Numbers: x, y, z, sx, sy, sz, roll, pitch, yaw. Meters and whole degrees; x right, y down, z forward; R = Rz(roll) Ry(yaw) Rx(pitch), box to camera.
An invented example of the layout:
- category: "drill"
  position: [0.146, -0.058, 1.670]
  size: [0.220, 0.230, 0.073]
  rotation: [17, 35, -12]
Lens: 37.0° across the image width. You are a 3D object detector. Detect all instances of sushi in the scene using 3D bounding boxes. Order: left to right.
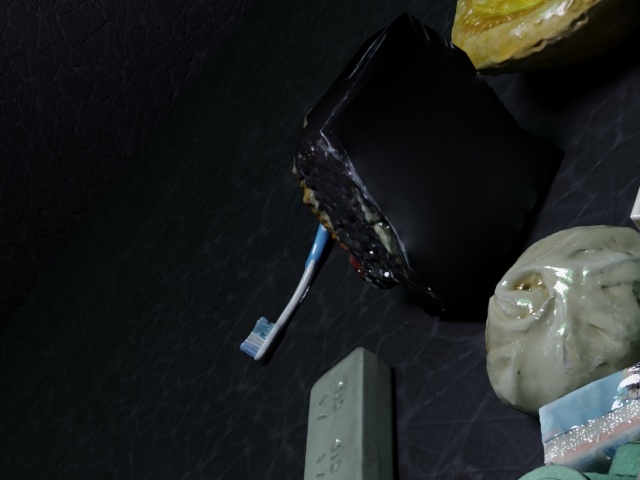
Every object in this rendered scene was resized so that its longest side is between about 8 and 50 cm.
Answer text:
- category: "sushi"
  position: [0.084, -0.067, 1.032]
  size: [0.215, 0.227, 0.212]
  rotation: [-58, 15, -19]

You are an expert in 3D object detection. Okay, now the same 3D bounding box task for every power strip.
- category: "power strip"
  position: [0.028, 0.235, 0.948]
  size: [0.093, 0.053, 0.288]
  rotation: [-42, 25, 29]

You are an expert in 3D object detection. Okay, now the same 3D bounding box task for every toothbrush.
- category: "toothbrush"
  position: [0.004, 0.002, 1.357]
  size: [0.386, 0.040, 0.040]
  rotation: [-58, 22, -14]

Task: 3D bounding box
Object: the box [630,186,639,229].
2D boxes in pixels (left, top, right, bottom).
- category: "box"
  position: [0.338, -0.060, 0.713]
  size: [0.198, 0.029, 0.109]
  rotation: [-4, 54, 48]

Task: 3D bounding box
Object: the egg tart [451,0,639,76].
- category: "egg tart"
  position: [0.282, -0.290, 1.069]
  size: [0.319, 0.128, 0.319]
  rotation: [-43, 25, 25]

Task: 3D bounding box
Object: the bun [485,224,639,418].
- category: "bun"
  position: [0.196, 0.056, 0.794]
  size: [0.183, 0.102, 0.183]
  rotation: [-45, 22, 23]

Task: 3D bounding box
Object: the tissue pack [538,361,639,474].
- category: "tissue pack"
  position: [0.214, 0.138, 0.680]
  size: [0.094, 0.074, 0.059]
  rotation: [-36, 26, 33]

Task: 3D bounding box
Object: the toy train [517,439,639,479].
- category: "toy train"
  position: [0.182, 0.251, 0.507]
  size: [0.221, 0.150, 0.304]
  rotation: [-8, 49, 53]
